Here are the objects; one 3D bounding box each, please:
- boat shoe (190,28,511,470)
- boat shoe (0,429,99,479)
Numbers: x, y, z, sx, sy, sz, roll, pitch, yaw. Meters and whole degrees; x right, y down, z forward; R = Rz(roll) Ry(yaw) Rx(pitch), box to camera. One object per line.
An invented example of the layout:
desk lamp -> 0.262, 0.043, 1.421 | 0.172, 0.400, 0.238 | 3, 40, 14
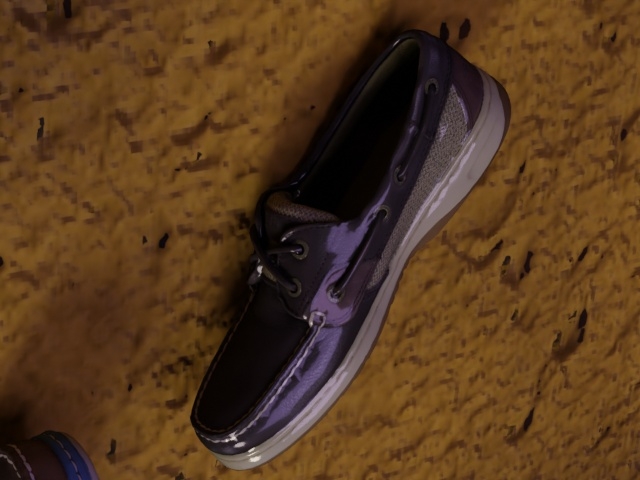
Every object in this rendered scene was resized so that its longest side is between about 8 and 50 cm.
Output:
boat shoe -> 0.000, 0.000, 0.594 | 0.049, 0.056, 0.152 | 39, 80, -38
boat shoe -> -0.121, 0.140, 0.571 | 0.066, 0.066, 0.183 | 11, 107, -38
